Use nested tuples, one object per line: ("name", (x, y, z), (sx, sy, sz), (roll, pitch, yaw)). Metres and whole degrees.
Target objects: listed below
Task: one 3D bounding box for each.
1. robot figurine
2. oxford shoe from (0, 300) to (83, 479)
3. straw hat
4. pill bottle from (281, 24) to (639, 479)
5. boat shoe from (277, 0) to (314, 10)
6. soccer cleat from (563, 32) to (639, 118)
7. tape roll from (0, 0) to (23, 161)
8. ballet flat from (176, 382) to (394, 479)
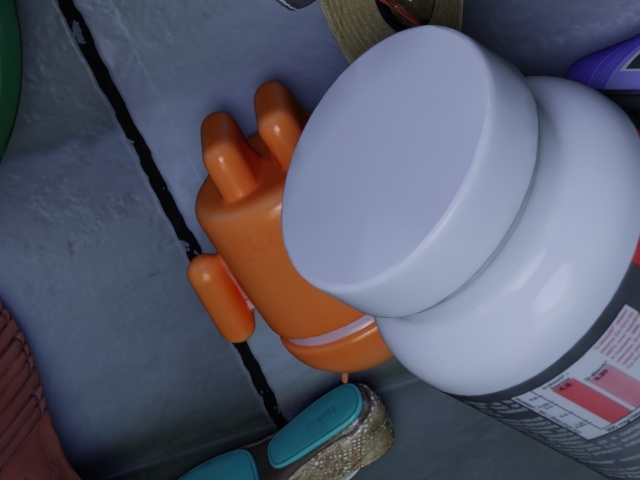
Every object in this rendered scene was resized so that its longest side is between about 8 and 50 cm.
("robot figurine", (-0.002, 0.001, 1.248), (0.158, 0.128, 0.219), (-47, 118, -26))
("oxford shoe", (-0.271, 0.160, 1.331), (0.146, 0.140, 0.397), (-17, 108, 37))
("straw hat", (0.063, -0.169, 1.189), (0.061, 0.144, 0.144), (-18, 127, -38))
("pill bottle", (0.162, 0.024, 1.162), (0.363, 0.210, 0.210), (29, 116, -36))
("boat shoe", (-0.083, -0.227, 1.152), (0.069, 0.081, 0.228), (-37, 106, 21))
("soccer cleat", (0.308, -0.143, 1.199), (0.318, 0.108, 0.116), (-9, 92, 11))
("tape roll", (-0.354, -0.115, 1.158), (0.321, 0.077, 0.321), (1, 102, 3))
("ballet flat", (-0.031, 0.181, 1.382), (0.206, 0.073, 0.067), (-30, 129, 19))
